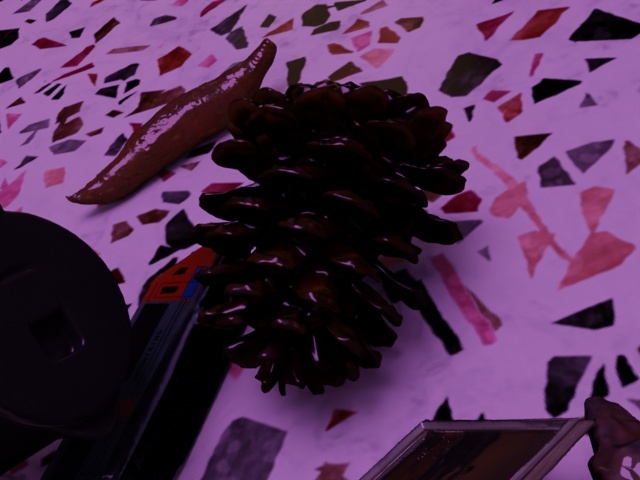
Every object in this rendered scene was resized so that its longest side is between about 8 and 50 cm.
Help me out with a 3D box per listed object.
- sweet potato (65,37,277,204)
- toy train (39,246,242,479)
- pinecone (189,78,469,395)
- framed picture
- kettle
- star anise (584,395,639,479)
[{"bbox_3d":[-0.176,-0.138,1.271,0.314,0.066,0.072,-36,33,-8],"label":"sweet potato"},{"bbox_3d":[-0.166,0.167,0.904,0.089,0.086,0.409,-3,44,28],"label":"toy train"},{"bbox_3d":[0.003,0.000,0.906,0.246,0.246,0.292,0,62,29],"label":"pinecone"},{"bbox_3d":[0.046,0.195,0.706,0.252,0.014,0.197,-36,9,-29],"label":"framed picture"},{"bbox_3d":[-0.323,0.087,0.878,0.308,0.203,0.262,-31,63,35],"label":"kettle"},{"bbox_3d":[0.220,0.216,0.621,0.315,0.108,0.315,-9,44,9],"label":"star anise"}]
